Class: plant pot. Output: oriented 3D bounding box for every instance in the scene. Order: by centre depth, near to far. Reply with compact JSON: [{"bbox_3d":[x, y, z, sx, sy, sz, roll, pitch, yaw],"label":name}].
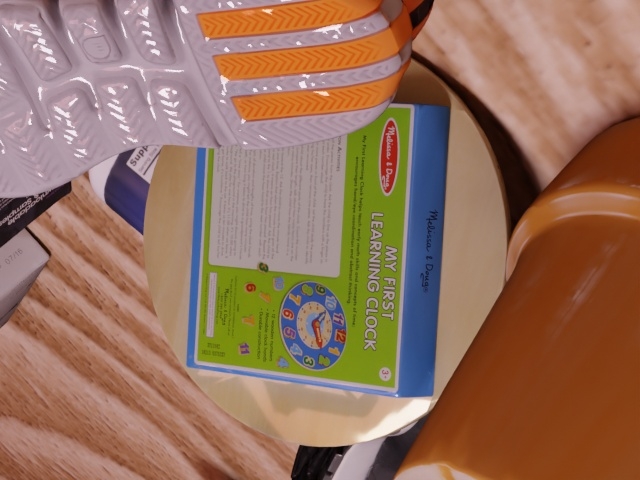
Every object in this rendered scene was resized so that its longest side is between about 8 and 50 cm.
[{"bbox_3d":[0.136,0.082,0.714,0.205,0.188,0.205,34,150,23],"label":"plant pot"}]

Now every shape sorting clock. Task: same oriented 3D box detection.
[{"bbox_3d":[0.000,0.000,0.842,0.206,0.040,0.206,0,91,32],"label":"shape sorting clock"}]

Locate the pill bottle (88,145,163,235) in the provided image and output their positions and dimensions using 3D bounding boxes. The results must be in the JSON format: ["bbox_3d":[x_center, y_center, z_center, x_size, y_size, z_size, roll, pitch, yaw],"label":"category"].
[{"bbox_3d":[-0.069,-0.038,0.939,0.169,0.094,0.094,40,151,13],"label":"pill bottle"}]

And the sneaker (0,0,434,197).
[{"bbox_3d":[-0.093,-0.122,0.745,0.321,0.180,0.124,1,135,19],"label":"sneaker"}]

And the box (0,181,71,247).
[{"bbox_3d":[-0.218,-0.051,1.104,0.029,0.116,0.162,37,151,21],"label":"box"}]

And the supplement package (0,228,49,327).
[{"bbox_3d":[-0.304,0.034,1.344,0.105,0.105,0.179,47,153,-1],"label":"supplement package"}]

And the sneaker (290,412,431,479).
[{"bbox_3d":[0.079,0.101,0.949,0.124,0.107,0.283,19,145,-9],"label":"sneaker"}]
